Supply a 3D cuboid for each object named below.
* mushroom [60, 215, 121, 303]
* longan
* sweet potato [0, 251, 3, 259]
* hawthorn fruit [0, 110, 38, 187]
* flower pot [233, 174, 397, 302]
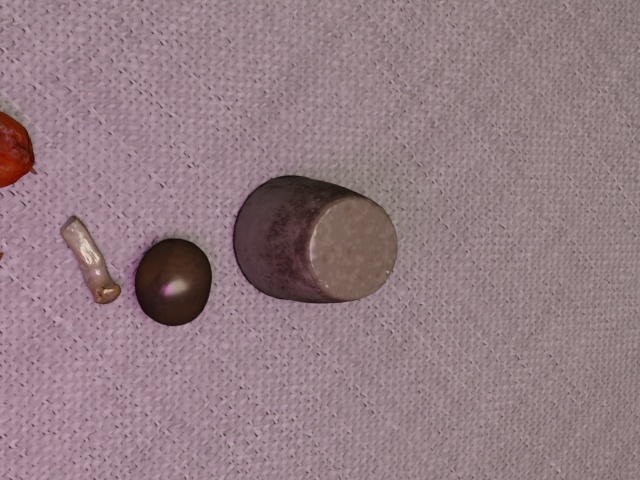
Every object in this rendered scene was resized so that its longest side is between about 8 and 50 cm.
[{"bbox_3d":[-0.486,0.042,1.928,0.059,0.054,0.202,-28,100,-26],"label":"mushroom"},{"bbox_3d":[-0.314,0.091,1.956,0.189,0.189,0.189,-2,95,-25],"label":"longan"},{"bbox_3d":[-0.677,0.058,1.847,0.034,0.034,0.095,42,66,-22],"label":"sweet potato"},{"bbox_3d":[-0.656,-0.180,1.779,0.179,0.173,0.174,-19,103,-50],"label":"hawthorn fruit"},{"bbox_3d":[0.000,0.000,2.003,0.293,0.330,0.294,-1,93,-26],"label":"flower pot"}]
